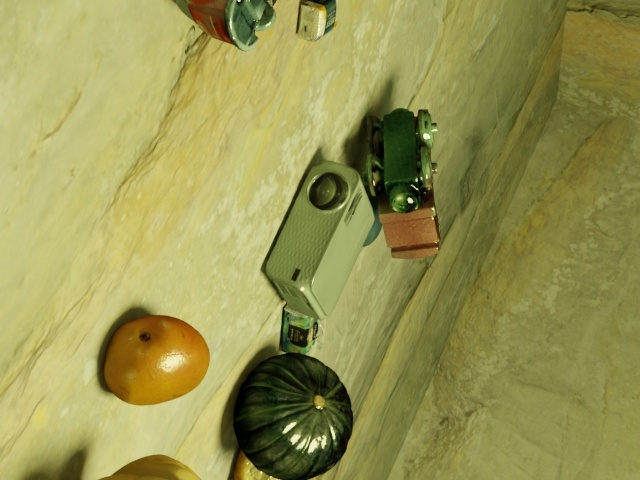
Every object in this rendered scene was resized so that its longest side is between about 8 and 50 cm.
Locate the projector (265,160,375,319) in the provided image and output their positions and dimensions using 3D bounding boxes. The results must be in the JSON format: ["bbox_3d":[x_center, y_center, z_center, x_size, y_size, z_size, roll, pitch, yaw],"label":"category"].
[{"bbox_3d":[0.000,0.000,2.158,0.250,0.108,0.198,-65,162,-14],"label":"projector"}]

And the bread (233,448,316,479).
[{"bbox_3d":[-0.087,0.459,2.352,0.245,0.121,0.174,-20,112,-61],"label":"bread"}]

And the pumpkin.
[{"bbox_3d":[-0.061,0.338,2.190,0.250,0.216,0.250,34,45,-43],"label":"pumpkin"}]

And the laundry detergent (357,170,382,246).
[{"bbox_3d":[0.091,-0.078,2.424,0.097,0.061,0.206,-55,156,-28],"label":"laundry detergent"}]

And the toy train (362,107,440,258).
[{"bbox_3d":[0.172,-0.126,2.325,0.304,0.150,0.221,-86,165,-50],"label":"toy train"}]

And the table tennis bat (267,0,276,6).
[{"bbox_3d":[-0.081,-0.397,1.647,0.158,0.014,0.095,79,33,-54],"label":"table tennis bat"}]

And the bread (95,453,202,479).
[{"bbox_3d":[-0.244,0.514,1.598,0.245,0.329,0.424,-28,129,-65],"label":"bread"}]

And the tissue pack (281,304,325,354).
[{"bbox_3d":[-0.026,0.168,2.294,0.085,0.079,0.111,-50,153,-49],"label":"tissue pack"}]

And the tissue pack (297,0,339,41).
[{"bbox_3d":[-0.002,-0.364,1.870,0.083,0.042,0.062,-47,148,-53],"label":"tissue pack"}]

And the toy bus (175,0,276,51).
[{"bbox_3d":[-0.093,-0.375,1.455,0.121,0.120,0.265,51,59,-70],"label":"toy bus"}]

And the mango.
[{"bbox_3d":[-0.227,0.182,1.674,0.141,0.102,0.217,-62,159,-7],"label":"mango"}]
